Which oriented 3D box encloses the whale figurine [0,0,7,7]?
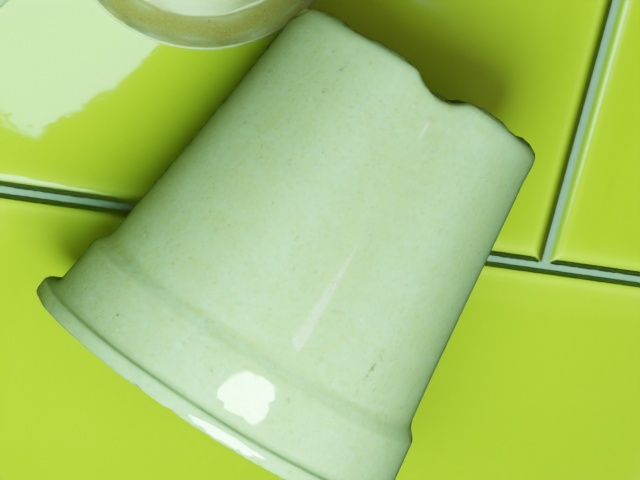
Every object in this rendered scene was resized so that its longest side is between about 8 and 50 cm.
[{"bbox_3d":[-0.288,-0.240,1.456,0.216,0.141,0.272,3,137,-21],"label":"whale figurine"}]

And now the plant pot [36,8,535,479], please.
[{"bbox_3d":[0.000,0.000,1.511,0.334,0.334,0.305,32,93,-20],"label":"plant pot"}]

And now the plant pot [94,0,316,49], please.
[{"bbox_3d":[-0.090,-0.268,1.515,0.236,0.032,0.236,-3,113,-7],"label":"plant pot"}]
